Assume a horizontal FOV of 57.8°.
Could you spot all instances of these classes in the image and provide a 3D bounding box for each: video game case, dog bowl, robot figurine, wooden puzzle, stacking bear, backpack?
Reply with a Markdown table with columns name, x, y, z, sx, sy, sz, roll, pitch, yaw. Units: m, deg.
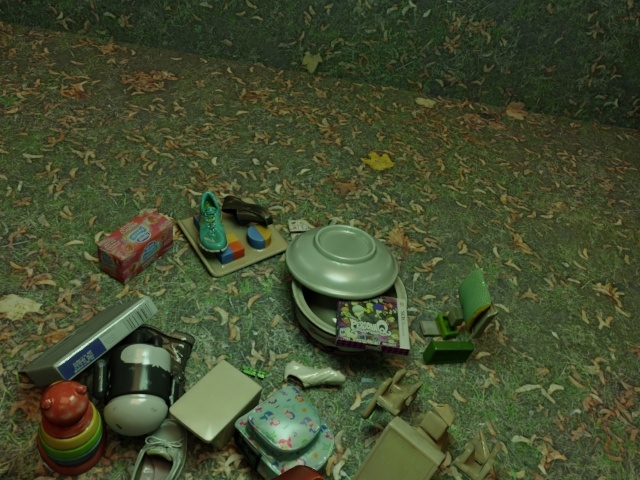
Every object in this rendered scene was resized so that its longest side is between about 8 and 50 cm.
| name | x | y | z | sx | sy | sz | roll | pitch | yaw |
| --- | --- | --- | --- | --- | --- | --- | --- | --- | --- |
| video game case | 0.165 | 0.260 | 1.854 | 0.232 | 0.042 | 0.210 | 9 | 42 | -4 |
| dog bowl | 0.090 | 0.221 | 2.017 | 0.407 | 0.150 | 0.408 | 7 | 43 | -6 |
| robot figurine | -0.503 | 0.394 | 1.598 | 0.209 | 0.174 | 0.278 | -2 | 54 | -8 |
| wooden puzzle | -0.330 | -0.036 | 2.230 | 0.347 | 0.081 | 0.322 | -19 | 52 | -30 |
| stacking bear | -0.641 | 0.462 | 1.481 | 0.175 | 0.289 | 0.164 | -15 | 50 | -27 |
| backpack | -0.090 | 0.552 | 1.611 | 0.225 | 0.191 | 0.253 | -27 | 61 | -36 |

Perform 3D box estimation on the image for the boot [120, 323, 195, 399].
| name | x | y | z | sx | sy | sz | roll | pitch | yaw |
| --- | --- | --- | --- | --- | --- | --- | --- | --- | --- |
| boot | -0.511 | 0.378 | 1.753 | 0.262 | 0.091 | 0.229 | 6 | 50 | 0 |

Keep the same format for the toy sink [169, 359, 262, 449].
| name | x | y | z | sx | sy | sz | roll | pitch | yaw |
| --- | --- | --- | --- | --- | --- | --- | --- | --- | --- |
| toy sink | -0.302 | 0.487 | 1.656 | 0.152 | 0.131 | 0.234 | 30 | 41 | 17 |

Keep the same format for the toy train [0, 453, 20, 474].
| name | x | y | z | sx | sy | sz | roll | pitch | yaw |
| --- | --- | --- | --- | --- | --- | --- | --- | --- | --- |
| toy train | -0.821 | 0.641 | 1.396 | 0.248 | 0.105 | 0.143 | -26 | 66 | -34 |

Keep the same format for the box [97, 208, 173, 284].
| name | x | y | z | sx | sy | sz | roll | pitch | yaw |
| --- | --- | --- | --- | --- | --- | --- | --- | --- | --- |
| box | -0.652 | 0.017 | 2.060 | 0.122 | 0.128 | 0.257 | 29 | 45 | 16 |

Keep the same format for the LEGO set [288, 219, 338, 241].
| name | x | y | z | sx | sy | sz | roll | pitch | yaw |
| --- | --- | --- | --- | --- | --- | --- | --- | --- | --- |
| LEGO set | 0.000 | 0.000 | 2.317 | 0.244 | 0.060 | 0.183 | -3 | 58 | -15 |

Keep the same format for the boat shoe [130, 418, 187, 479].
| name | x | y | z | sx | sy | sz | roll | pitch | yaw |
| --- | --- | --- | --- | --- | --- | --- | --- | --- | --- |
| boat shoe | -0.434 | 0.604 | 1.520 | 0.118 | 0.103 | 0.320 | 17 | 42 | 3 |

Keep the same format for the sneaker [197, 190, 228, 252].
| name | x | y | z | sx | sy | sz | roll | pitch | yaw |
| --- | --- | --- | --- | --- | --- | --- | --- | --- | --- |
| sneaker | -0.404 | -0.067 | 2.125 | 0.107 | 0.110 | 0.275 | -8 | 49 | -15 |

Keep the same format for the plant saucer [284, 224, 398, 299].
| name | x | y | z | sx | sy | sz | roll | pitch | yaw |
| --- | --- | --- | --- | --- | --- | --- | --- | --- | --- |
| plant saucer | 0.080 | 0.042 | 2.001 | 0.400 | 0.101 | 0.400 | 7 | 34 | -5 |

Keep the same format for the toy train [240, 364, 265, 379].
| name | x | y | z | sx | sy | sz | roll | pitch | yaw |
| --- | --- | --- | --- | --- | --- | --- | --- | --- | --- |
| toy train | -0.214 | 0.417 | 1.833 | 0.083 | 0.017 | 0.024 | 18 | 54 | 5 |

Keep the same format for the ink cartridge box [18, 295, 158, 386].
| name | x | y | z | sx | sy | sz | roll | pitch | yaw |
| --- | --- | --- | --- | --- | --- | --- | --- | --- | --- |
| ink cartridge box | -0.680 | 0.297 | 1.698 | 0.324 | 0.330 | 0.071 | -42 | 106 | -41 |

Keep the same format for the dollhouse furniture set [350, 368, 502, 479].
| name | x | y | z | sx | sy | sz | roll | pitch | yaw |
| --- | --- | --- | --- | --- | --- | --- | --- | --- | --- |
| dollhouse furniture set | 0.254 | 0.602 | 1.621 | 0.362 | 0.257 | 0.394 | 36 | 15 | 21 |

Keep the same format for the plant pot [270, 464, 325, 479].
| name | x | y | z | sx | sy | sz | roll | pitch | yaw |
| --- | --- | --- | --- | --- | --- | --- | --- | --- | --- |
| plant pot | -0.070 | 0.683 | 1.355 | 0.267 | 0.236 | 0.267 | -28 | 94 | -8 |

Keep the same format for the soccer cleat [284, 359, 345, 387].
| name | x | y | z | sx | sy | sz | roll | pitch | yaw |
| --- | --- | --- | --- | --- | --- | --- | --- | --- | --- |
| soccer cleat | -0.020 | 0.435 | 1.832 | 0.196 | 0.068 | 0.076 | 11 | 48 | 7 |

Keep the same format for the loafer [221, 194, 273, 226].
| name | x | y | z | sx | sy | sz | roll | pitch | yaw |
| --- | --- | --- | --- | --- | --- | --- | --- | --- | --- |
| loafer | -0.282 | -0.097 | 2.203 | 0.220 | 0.080 | 0.078 | 21 | 57 | 18 |

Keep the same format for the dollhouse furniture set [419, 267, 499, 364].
| name | x | y | z | sx | sy | sz | roll | pitch | yaw |
| --- | --- | --- | --- | --- | --- | --- | --- | --- | --- |
| dollhouse furniture set | 0.448 | 0.254 | 1.957 | 0.151 | 0.302 | 0.198 | 3 | 47 | -15 |
